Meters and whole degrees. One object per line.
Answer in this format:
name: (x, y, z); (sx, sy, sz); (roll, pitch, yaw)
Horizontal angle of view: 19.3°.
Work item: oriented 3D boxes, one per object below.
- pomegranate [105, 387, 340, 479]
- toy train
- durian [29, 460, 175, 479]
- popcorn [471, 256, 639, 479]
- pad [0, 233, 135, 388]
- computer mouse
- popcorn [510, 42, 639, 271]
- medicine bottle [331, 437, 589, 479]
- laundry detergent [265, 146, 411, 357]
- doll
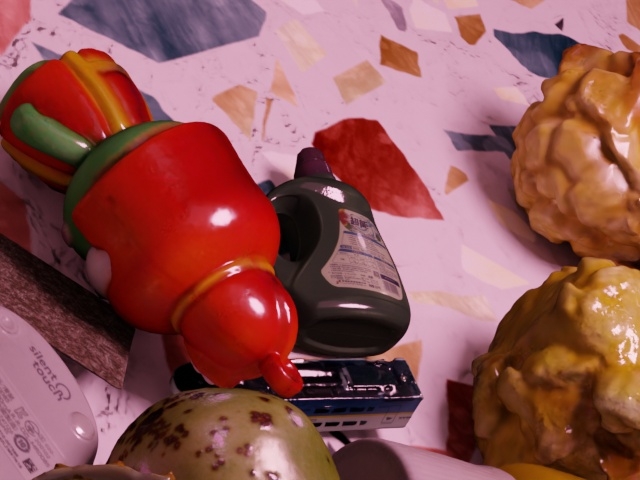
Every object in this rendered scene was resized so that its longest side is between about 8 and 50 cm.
pomegranate: (-0.103, 0.214, 1.336); (0.248, 0.214, 0.214); (-5, 56, -33)
toy train: (-0.026, 0.133, 1.608); (0.234, 0.051, 0.052); (1, 43, -29)
durian: (-0.158, 0.242, 1.191); (0.305, 0.185, 0.195); (-19, 87, -5)
popcorn: (0.250, 0.139, 1.708); (0.192, 0.233, 0.266); (30, 9, -23)
pad: (-0.250, 0.028, 1.499); (0.235, 0.003, 0.158); (34, 13, -11)
computer mouse: (-0.278, 0.149, 1.310); (0.184, 0.121, 0.297); (49, 22, 3)
popcorn: (0.341, -0.056, 2.012); (0.265, 0.225, 0.332); (-17, 87, -37)
medicine bottle: (0.173, 0.290, 1.479); (0.384, 0.224, 0.224); (21, 41, -29)
laundry detergent: (0.000, 0.000, 1.745); (0.144, 0.078, 0.221); (8, 48, -32)
doll: (-0.123, -0.013, 1.565); (0.363, 0.160, 0.183); (54, 13, 20)
